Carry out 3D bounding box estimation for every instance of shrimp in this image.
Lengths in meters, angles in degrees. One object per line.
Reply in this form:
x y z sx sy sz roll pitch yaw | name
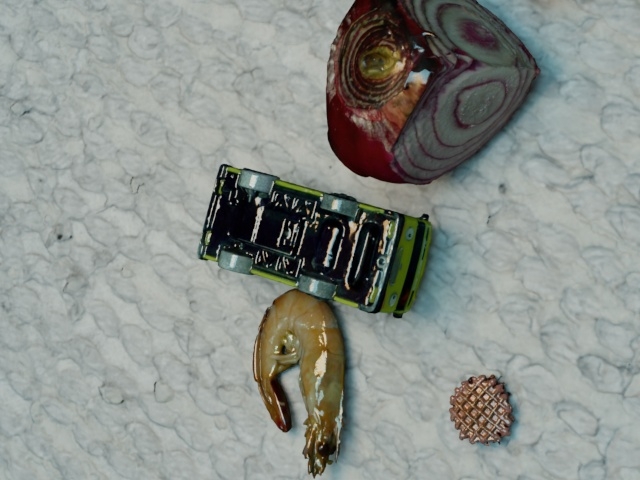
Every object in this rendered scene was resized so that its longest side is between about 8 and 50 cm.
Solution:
-0.027 0.175 1.714 0.133 0.053 0.236 -13 75 23 | shrimp

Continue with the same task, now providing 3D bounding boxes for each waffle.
0.186 0.197 1.619 0.075 0.029 0.083 -17 80 25 | waffle

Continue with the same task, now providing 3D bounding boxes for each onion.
0.099 -0.187 1.612 0.206 0.216 0.207 -54 54 30 | onion

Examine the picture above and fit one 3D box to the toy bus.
0.000 0.000 1.665 0.262 0.150 0.128 17 93 32 | toy bus
